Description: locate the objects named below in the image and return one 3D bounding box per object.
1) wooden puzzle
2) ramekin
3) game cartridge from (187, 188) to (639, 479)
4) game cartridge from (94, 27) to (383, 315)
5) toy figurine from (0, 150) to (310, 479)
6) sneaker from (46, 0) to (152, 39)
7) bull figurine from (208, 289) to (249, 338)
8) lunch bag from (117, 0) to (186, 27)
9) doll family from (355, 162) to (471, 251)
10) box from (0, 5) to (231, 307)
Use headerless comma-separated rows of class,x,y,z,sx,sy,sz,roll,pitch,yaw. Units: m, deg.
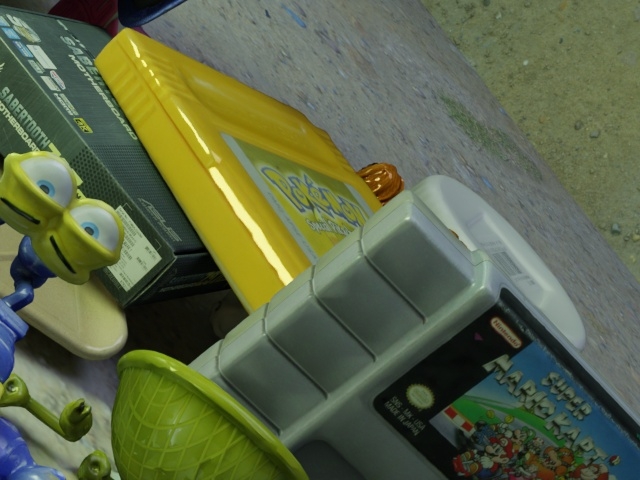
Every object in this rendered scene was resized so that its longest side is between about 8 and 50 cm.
wooden puzzle,-0.237,-0.038,0.915,0.238,0.044,0.221,35,21,-33
ramekin,0.156,0.059,1.495,0.277,0.135,0.277,42,17,-16
game cartridge,0.089,0.161,0.846,0.355,0.230,0.068,45,22,-17
game cartridge,0.000,0.000,1.037,0.324,0.052,0.285,57,19,25
toy figurine,-0.195,0.091,0.662,0.362,0.191,0.217,49,46,-20
sneaker,-0.167,-0.122,1.200,0.111,0.103,0.252,39,19,-53
bull figurine,0.048,0.135,1.126,0.310,0.101,0.188,34,25,-32
lunch bag,-0.190,-0.332,1.148,0.385,0.239,0.328,2,29,-8
doll family,0.049,0.028,1.253,0.263,0.163,0.118,55,19,25
box,-0.149,-0.062,0.997,0.233,0.059,0.183,51,16,12
